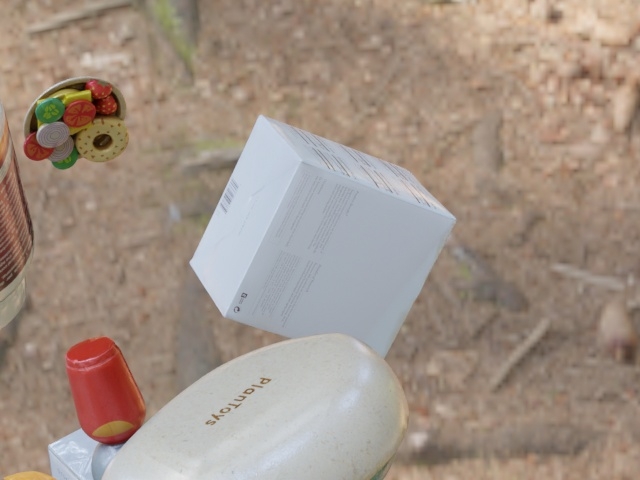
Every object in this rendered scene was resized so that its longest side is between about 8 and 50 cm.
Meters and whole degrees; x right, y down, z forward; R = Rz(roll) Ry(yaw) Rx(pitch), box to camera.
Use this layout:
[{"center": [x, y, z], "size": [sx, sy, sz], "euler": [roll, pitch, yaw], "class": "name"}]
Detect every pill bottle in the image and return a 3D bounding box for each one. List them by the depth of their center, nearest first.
[{"center": [-0.188, -0.015, 0.864], "size": [0.086, 0.152, 0.086], "euler": [-1, 55, 1], "class": "pill bottle"}]

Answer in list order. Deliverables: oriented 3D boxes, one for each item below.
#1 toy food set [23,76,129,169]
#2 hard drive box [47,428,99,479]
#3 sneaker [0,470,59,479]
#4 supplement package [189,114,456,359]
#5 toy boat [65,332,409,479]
[{"center": [-0.183, -0.087, 1.308], "size": [0.082, 0.083, 0.020], "euler": [-15, 49, -19], "class": "toy food set"}, {"center": [-0.223, 0.350, 2.025], "size": [0.089, 0.232, 0.181], "euler": [-26, 45, -30], "class": "hard drive box"}, {"center": [-0.192, 0.297, 1.250], "size": [0.099, 0.121, 0.262], "euler": [-14, 82, -23], "class": "sneaker"}, {"center": [0.000, 0.000, 1.924], "size": [0.203, 0.194, 0.149], "euler": [20, 16, -27], "class": "supplement package"}, {"center": [-0.081, 0.167, 1.356], "size": [0.267, 0.148, 0.318], "euler": [-33, 28, -35], "class": "toy boat"}]
